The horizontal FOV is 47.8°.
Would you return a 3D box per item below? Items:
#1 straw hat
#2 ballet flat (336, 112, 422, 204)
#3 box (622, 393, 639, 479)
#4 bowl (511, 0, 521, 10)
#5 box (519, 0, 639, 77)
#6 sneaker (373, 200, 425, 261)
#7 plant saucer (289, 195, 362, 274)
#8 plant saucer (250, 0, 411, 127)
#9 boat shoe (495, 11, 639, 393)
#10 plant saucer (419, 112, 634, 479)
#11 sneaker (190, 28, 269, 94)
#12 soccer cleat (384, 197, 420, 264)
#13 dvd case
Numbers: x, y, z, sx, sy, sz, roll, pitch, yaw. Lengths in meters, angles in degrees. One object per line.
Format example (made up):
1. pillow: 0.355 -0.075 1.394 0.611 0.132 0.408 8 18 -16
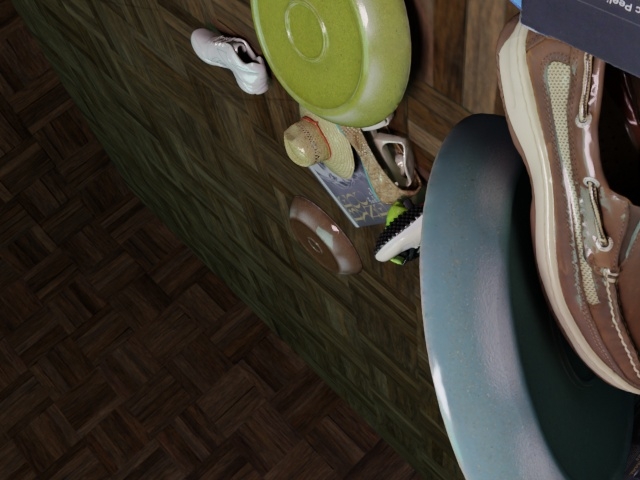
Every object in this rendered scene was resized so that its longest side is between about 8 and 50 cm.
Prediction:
1. straw hat: -0.017 -0.139 1.022 0.144 0.061 0.144 52 160 27
2. ballet flat: 0.070 -0.132 0.886 0.067 0.073 0.206 -5 133 37
3. box: 0.302 0.158 0.599 0.059 0.232 0.183 46 165 -6
4. bowl: 0.168 -0.234 0.322 0.391 0.077 0.391 44 164 17
5. box: 0.164 -0.132 0.256 0.156 0.093 0.158 39 161 31
6. sneaker: 0.136 -0.012 0.830 0.075 0.161 0.057 46 -158 -12
7. plant saucer: 0.000 0.000 1.415 0.198 0.036 0.198 43 163 17
8. plant saucer: -0.004 -0.225 0.760 0.241 0.037 0.240 37 144 34
9. boat shoe: 0.180 -0.017 0.421 0.095 0.095 0.257 6 123 64
10. plant saucer: 0.170 0.056 0.527 0.044 0.317 0.317 -12 124 35
11. sneaker: -0.134 -0.284 1.083 0.152 0.054 0.061 37 153 17
12. soccer cleat: 0.116 0.000 0.955 0.060 0.072 0.179 21 175 22
13. dvd case: 0.048 -0.092 1.096 0.164 0.018 0.221 51 165 -10
